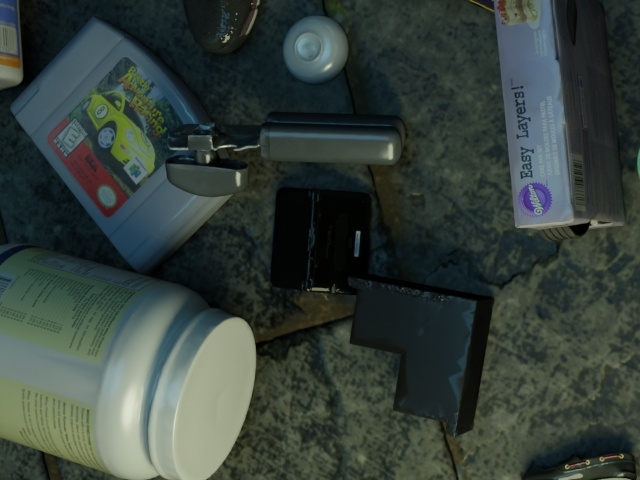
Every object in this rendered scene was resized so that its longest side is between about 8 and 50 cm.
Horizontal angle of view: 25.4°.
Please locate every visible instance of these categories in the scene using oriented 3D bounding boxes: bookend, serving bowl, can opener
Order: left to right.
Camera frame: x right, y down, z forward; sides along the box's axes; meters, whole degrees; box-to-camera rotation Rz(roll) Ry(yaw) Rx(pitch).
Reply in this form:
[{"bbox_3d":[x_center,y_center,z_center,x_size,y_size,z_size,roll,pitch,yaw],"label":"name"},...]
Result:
[{"bbox_3d":[-0.043,-0.099,1.664,0.283,0.076,0.095,3,114,9],"label":"can opener"},{"bbox_3d":[-0.010,-0.229,1.694,0.083,0.027,0.083,0,90,22],"label":"serving bowl"},{"bbox_3d":[0.104,0.129,1.621,0.156,0.072,0.157,9,94,22],"label":"bookend"}]

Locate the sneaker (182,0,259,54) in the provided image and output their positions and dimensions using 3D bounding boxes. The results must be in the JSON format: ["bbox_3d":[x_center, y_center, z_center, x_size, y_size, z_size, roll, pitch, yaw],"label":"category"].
[{"bbox_3d":[-0.143,-0.368,1.676,0.106,0.162,0.281,3,90,22],"label":"sneaker"}]

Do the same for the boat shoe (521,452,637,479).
[{"bbox_3d":[0.284,0.259,1.566,0.133,0.049,0.042,-11,57,28],"label":"boat shoe"}]

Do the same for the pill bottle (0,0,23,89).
[{"bbox_3d":[-0.462,-0.331,1.809,0.152,0.152,0.272,-5,87,22],"label":"pill bottle"}]

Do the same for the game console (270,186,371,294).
[{"bbox_3d":[0.000,0.000,1.697,0.107,0.071,0.122,4,92,-8],"label":"game console"}]

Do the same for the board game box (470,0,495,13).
[{"bbox_3d":[0.175,-0.351,1.564,0.048,0.141,0.170,34,104,56],"label":"board game box"}]

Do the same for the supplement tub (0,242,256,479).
[{"bbox_3d":[-0.264,0.147,1.680,0.324,0.235,0.235,14,95,21],"label":"supplement tub"}]

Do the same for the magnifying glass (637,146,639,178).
[{"bbox_3d":[0.394,-0.149,1.534,0.092,0.026,0.231,5,90,22],"label":"magnifying glass"}]

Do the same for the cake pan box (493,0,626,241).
[{"bbox_3d":[0.253,-0.133,1.473,0.070,0.245,0.267,-7,88,25],"label":"cake pan box"}]

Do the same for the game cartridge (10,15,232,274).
[{"bbox_3d":[-0.241,-0.129,1.774,0.196,0.060,0.294,-43,75,12],"label":"game cartridge"}]
